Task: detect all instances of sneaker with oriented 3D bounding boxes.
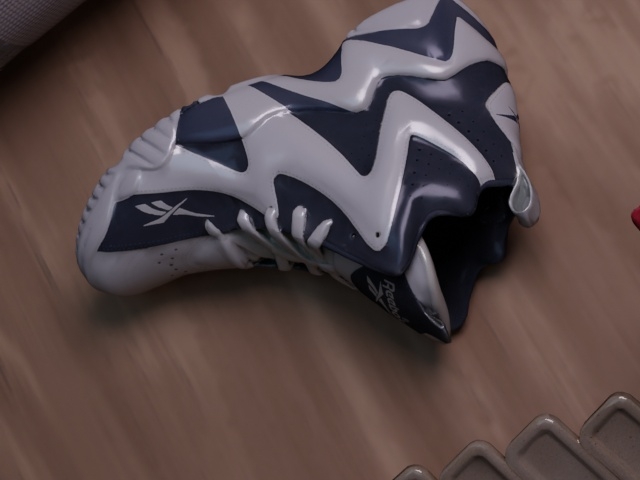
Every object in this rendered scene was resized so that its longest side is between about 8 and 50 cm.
[{"bbox_3d":[0.000,0.000,0.938,0.235,0.094,0.153,-26,60,4],"label":"sneaker"}]

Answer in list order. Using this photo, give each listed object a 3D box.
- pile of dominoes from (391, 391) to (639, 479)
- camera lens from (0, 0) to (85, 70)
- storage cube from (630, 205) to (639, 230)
[{"bbox_3d":[0.115,0.165,0.854,0.251,0.040,0.196,-23,98,19],"label":"pile of dominoes"},{"bbox_3d":[-0.193,-0.205,1.000,0.274,0.219,0.219,-37,66,10],"label":"camera lens"},{"bbox_3d":[0.270,0.016,0.776,0.215,0.183,0.193,-43,67,7],"label":"storage cube"}]
